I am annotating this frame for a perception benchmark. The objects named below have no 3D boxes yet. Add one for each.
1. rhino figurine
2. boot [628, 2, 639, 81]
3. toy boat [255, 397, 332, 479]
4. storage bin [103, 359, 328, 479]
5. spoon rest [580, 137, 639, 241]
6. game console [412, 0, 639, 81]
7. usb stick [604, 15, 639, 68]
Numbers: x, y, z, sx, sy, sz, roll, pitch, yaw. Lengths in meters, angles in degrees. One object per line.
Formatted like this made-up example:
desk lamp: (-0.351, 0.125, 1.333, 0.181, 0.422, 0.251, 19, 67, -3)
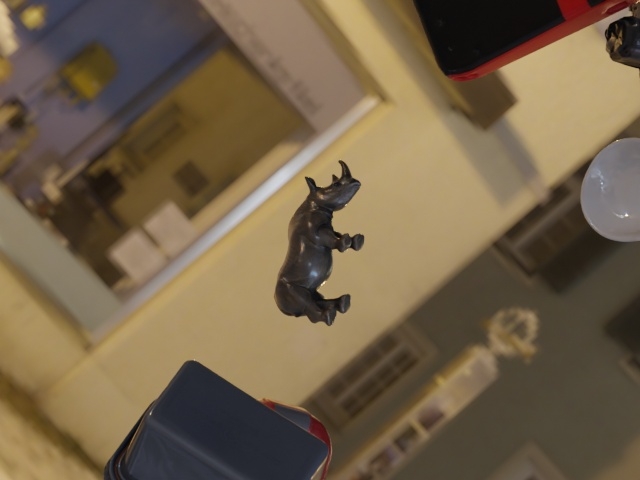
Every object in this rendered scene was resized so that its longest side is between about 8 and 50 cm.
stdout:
rhino figurine: (0.000, 0.000, 2.374, 0.106, 0.243, 0.073, 6, -15, 27)
boot: (0.382, -0.200, 1.828, 0.059, 0.084, 0.158, 83, 4, -73)
toy boat: (-0.058, 0.308, 2.020, 0.151, 0.231, 0.151, 17, -6, -23)
storage bin: (-0.055, 0.135, 1.065, 0.135, 0.098, 0.091, 32, -34, 6)
spoon rest: (0.447, -0.040, 2.161, 0.276, 0.137, 0.084, 28, 6, 36)
game console: (0.202, -0.392, 1.660, 0.060, 0.342, 0.387, -8, 75, -58)
usb stick: (0.408, -0.164, 1.627, 0.278, 0.045, 0.077, 13, -3, -9)
